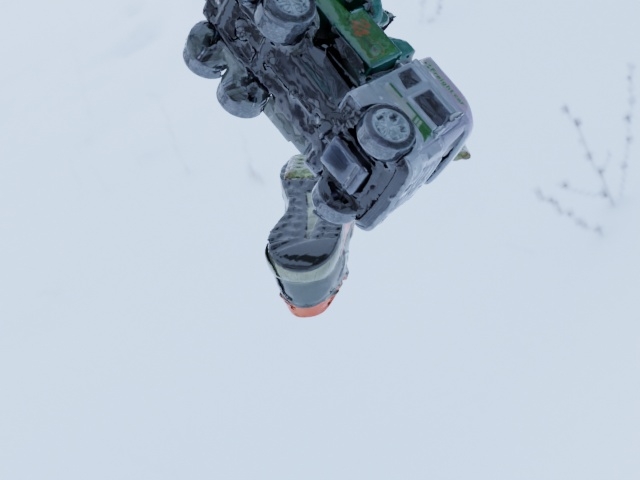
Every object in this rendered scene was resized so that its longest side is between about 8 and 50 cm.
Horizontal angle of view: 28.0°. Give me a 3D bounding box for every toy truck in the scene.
[{"bbox_3d":[0.002,-0.194,1.363,0.178,0.363,0.176,-28,-17,-34],"label":"toy truck"}]

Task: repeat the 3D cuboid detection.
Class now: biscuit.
[{"bbox_3d":[0.071,-0.105,1.628,0.231,0.016,0.139,-6,13,3],"label":"biscuit"}]

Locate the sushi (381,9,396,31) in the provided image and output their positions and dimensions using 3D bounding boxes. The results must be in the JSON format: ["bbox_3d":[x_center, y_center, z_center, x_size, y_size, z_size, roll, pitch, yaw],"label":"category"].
[{"bbox_3d":[0.019,-0.270,1.668,0.126,0.026,0.120,38,79,26],"label":"sushi"}]

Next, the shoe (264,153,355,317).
[{"bbox_3d":[0.000,0.000,1.951,0.132,0.171,0.336,0,35,9],"label":"shoe"}]
